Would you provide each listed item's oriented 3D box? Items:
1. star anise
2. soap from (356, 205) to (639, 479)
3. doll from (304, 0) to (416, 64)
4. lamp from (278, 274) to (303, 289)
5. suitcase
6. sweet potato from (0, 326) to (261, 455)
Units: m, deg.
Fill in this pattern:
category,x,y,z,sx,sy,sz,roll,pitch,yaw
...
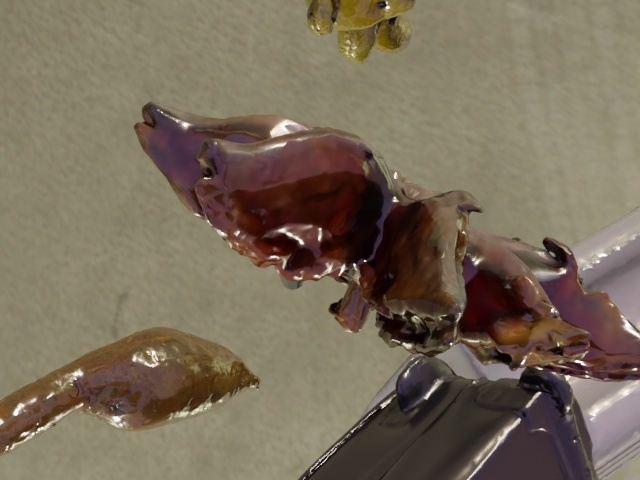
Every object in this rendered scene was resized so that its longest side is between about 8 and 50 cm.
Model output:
category,x,y,z,sx,sy,sz,roll,pitch,yaw
star anise,0.037,0.007,0.735,0.288,0.288,0.088,24,91,-29
soap,0.294,0.137,1.661,0.435,0.213,0.350,-27,161,-25
doll,0.054,-0.216,1.304,0.209,0.097,0.137,7,100,-70
lamp,-0.001,0.001,1.465,0.121,0.041,0.054,-49,157,-25
suitcase,0.096,0.303,1.190,0.345,0.188,0.339,-42,117,-37
sweet potato,-0.142,0.104,1.114,0.269,0.075,0.075,-9,120,-42
